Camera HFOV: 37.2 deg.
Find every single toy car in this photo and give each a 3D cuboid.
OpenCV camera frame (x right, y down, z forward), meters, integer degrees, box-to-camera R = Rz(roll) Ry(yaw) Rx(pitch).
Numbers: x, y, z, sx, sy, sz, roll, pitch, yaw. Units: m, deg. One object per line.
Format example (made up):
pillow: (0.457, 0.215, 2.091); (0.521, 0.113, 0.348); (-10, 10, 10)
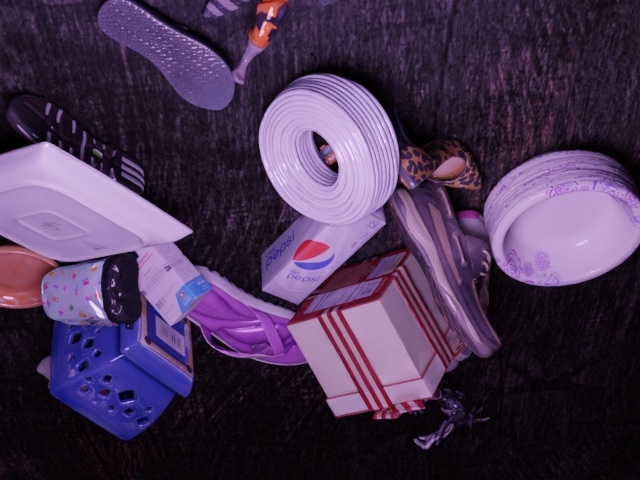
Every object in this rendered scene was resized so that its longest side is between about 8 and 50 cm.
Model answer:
toy car: (-0.015, -0.134, 1.716); (0.122, 0.060, 0.040); (-34, 98, 19)

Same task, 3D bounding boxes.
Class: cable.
cable: (0.011, -0.150, 1.582); (0.257, 0.089, 0.257); (31, 136, 27)

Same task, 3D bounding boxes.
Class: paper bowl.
paper bowl: (0.449, -0.054, 1.776); (0.284, 0.148, 0.284); (-3, 137, -3)

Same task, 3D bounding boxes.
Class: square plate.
square plate: (-0.462, -0.045, 1.659); (0.347, 0.049, 0.344); (-9, 150, 35)

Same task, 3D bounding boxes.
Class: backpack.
backpack: (-0.439, 0.097, 1.816); (0.182, 0.151, 0.115); (-7, 168, 27)

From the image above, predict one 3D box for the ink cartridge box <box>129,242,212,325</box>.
ink cartridge box: (-0.309, 0.063, 1.855); (0.180, 0.060, 0.104); (49, 126, 7)

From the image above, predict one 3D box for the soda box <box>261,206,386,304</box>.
soda box: (0.000, 0.000, 1.829); (0.091, 0.098, 0.286); (25, 130, -28)

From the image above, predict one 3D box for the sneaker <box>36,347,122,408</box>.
sneaker: (-0.544, 0.335, 2.152); (0.121, 0.099, 0.262); (-9, 130, 15)

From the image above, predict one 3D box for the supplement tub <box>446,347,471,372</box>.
supplement tub: (0.212, 0.238, 2.070); (0.200, 0.144, 0.144); (-30, 132, 24)

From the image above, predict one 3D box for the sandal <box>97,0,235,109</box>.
sandal: (-0.235, -0.309, 1.516); (0.097, 0.054, 0.254); (-40, 118, 23)

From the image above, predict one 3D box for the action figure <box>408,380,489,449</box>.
action figure: (0.253, 0.395, 2.240); (0.276, 0.164, 0.141); (26, 110, -17)

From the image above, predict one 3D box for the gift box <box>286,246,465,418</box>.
gift box: (0.130, 0.191, 1.844); (0.276, 0.255, 0.258); (-15, 111, 37)

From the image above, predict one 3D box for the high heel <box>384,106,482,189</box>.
high heel: (0.208, -0.108, 1.665); (0.261, 0.186, 0.093); (30, 124, -32)

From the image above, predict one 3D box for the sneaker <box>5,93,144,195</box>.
sneaker: (-0.457, -0.126, 1.646); (0.163, 0.106, 0.281); (-30, 132, 29)

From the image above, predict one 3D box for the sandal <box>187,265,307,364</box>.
sandal: (-0.167, 0.194, 2.017); (0.416, 0.102, 0.169); (32, 126, -33)

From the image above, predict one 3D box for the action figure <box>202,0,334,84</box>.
action figure: (-0.100, -0.437, 1.349); (0.330, 0.178, 0.341); (-38, 101, 22)

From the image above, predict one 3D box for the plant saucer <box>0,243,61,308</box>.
plant saucer: (-0.605, 0.066, 1.872); (0.200, 0.037, 0.200); (-4, 143, -3)

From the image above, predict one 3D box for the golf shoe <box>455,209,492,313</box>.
golf shoe: (0.300, 0.073, 1.907); (0.115, 0.140, 0.306); (-7, 136, 4)

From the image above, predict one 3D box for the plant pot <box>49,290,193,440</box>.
plant pot: (-0.393, 0.230, 1.947); (0.212, 0.236, 0.236); (-30, 132, 17)

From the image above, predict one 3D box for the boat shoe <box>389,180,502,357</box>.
boat shoe: (0.253, 0.041, 1.745); (0.130, 0.355, 0.132); (-27, 172, -3)
